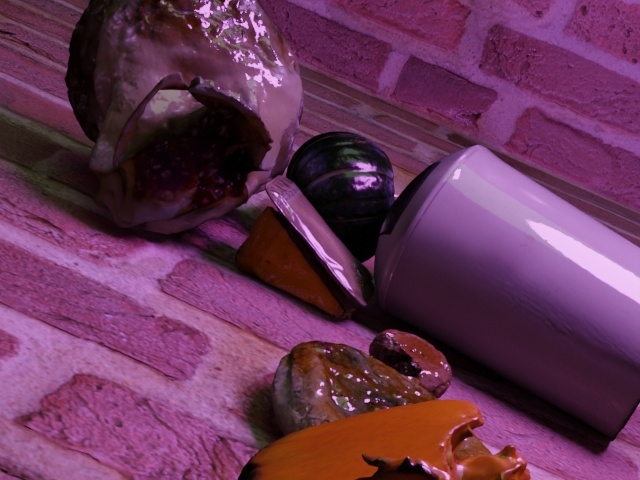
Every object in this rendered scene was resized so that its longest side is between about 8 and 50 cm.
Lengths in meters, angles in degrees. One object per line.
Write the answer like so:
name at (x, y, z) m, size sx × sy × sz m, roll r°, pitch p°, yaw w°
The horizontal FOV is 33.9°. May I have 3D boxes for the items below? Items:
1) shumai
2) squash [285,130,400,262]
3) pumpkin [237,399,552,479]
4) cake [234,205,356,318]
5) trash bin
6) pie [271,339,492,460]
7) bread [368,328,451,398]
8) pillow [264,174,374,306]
shumai at (-0.209, -0.159, 1.510) m, size 0.395 × 0.395 × 0.348 m, roll 19°, pitch 40°, yaw -10°
squash at (0.031, -0.065, 1.627) m, size 0.172 × 0.218 × 0.218 m, roll -26°, pitch 42°, yaw -22°
pumpkin at (0.067, 0.250, 0.699) m, size 0.303 × 0.256 × 0.225 m, roll 49°, pitch 17°, yaw 5°
cake at (-0.020, 0.025, 1.473) m, size 0.184 × 0.116 × 0.079 m, roll 23°, pitch 15°, yaw 16°
trash bin at (0.285, 0.061, 1.474) m, size 0.432 × 0.280 × 0.280 m, roll 32°, pitch 20°, yaw 17°
pie at (0.074, 0.200, 1.128) m, size 0.277 × 0.079 × 0.277 m, roll 20°, pitch 20°, yaw -8°
bread at (0.116, 0.161, 1.318) m, size 0.082 × 0.060 × 0.113 m, roll 7°, pitch 25°, yaw -38°
pillow at (0.000, 0.000, 1.459) m, size 0.217 × 0.033 × 0.130 m, roll 52°, pitch 17°, yaw -2°
